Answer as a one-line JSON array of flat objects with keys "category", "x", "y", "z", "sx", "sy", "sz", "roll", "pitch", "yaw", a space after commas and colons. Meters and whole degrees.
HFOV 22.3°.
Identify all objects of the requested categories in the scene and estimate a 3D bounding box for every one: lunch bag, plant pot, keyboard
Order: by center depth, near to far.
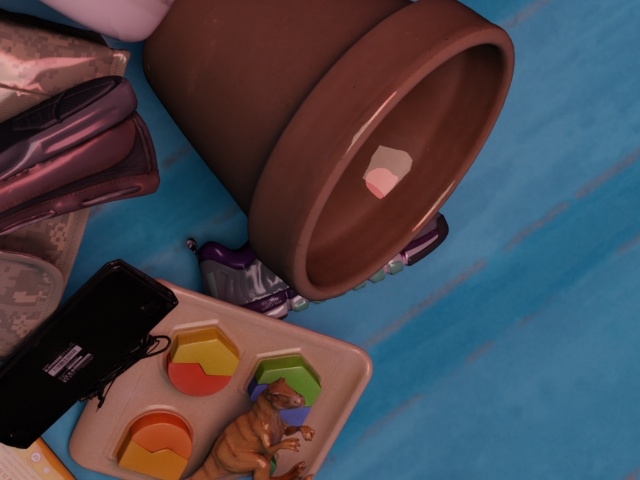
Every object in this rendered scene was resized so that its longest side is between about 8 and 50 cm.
[{"category": "lunch bag", "x": -0.304, "y": -0.044, "z": 1.261, "sx": 0.235, "sy": 0.169, "sz": 0.287, "roll": 12, "pitch": 101, "yaw": -21}, {"category": "plant pot", "x": -0.011, "y": -0.120, "z": 1.294, "sx": 0.229, "sy": 0.263, "sz": 0.263, "roll": 40, "pitch": 83, "yaw": 20}, {"category": "keyboard", "x": -0.199, "y": 0.092, "z": 1.309, "sx": 0.192, "sy": 0.038, "sz": 0.100, "roll": -42, "pitch": 128, "yaw": 13}]

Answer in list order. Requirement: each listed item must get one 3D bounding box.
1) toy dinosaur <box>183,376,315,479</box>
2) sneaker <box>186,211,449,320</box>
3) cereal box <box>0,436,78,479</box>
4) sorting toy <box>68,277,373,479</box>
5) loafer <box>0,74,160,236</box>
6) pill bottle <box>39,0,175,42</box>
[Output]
[{"category": "toy dinosaur", "x": -0.068, "y": 0.183, "z": 1.361, "sx": 0.112, "sy": 0.064, "sz": 0.211, "roll": 37, "pitch": 120, "yaw": -15}, {"category": "sneaker", "x": 0.000, "y": 0.000, "z": 1.398, "sx": 0.224, "sy": 0.083, "sz": 0.098, "roll": -23, "pitch": 97, "yaw": -12}, {"category": "cereal box", "x": -0.294, "y": 0.282, "z": 1.359, "sx": 0.240, "sy": 0.047, "sz": 0.173, "roll": -40, "pitch": 104, "yaw": -9}, {"category": "sorting toy", "x": -0.085, "y": 0.145, "z": 1.376, "sx": 0.208, "sy": 0.038, "sz": 0.193, "roll": 21, "pitch": 113, "yaw": -16}, {"category": "loafer", "x": -0.249, "y": -0.009, "z": 1.144, "sx": 0.302, "sy": 0.109, "sz": 0.095, "roll": -31, "pitch": 113, "yaw": -15}, {"category": "pill bottle", "x": -0.117, "y": -0.368, "z": 1.179, "sx": 0.229, "sy": 0.229, "sz": 0.407, "roll": 31, "pitch": 97, "yaw": -17}]
